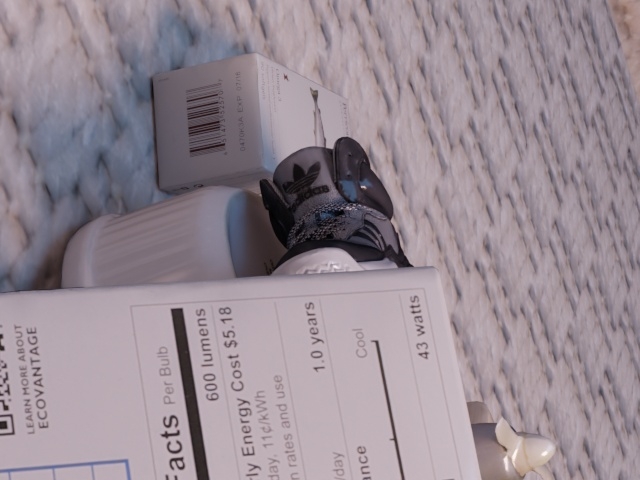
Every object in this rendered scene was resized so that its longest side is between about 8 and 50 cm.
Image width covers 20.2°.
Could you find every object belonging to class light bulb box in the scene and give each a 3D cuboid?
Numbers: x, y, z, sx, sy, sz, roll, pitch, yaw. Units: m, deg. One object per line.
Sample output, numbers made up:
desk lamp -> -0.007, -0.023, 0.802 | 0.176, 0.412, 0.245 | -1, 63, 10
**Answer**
light bulb box -> -0.104, 0.220, 0.948 | 0.225, 0.361, 0.358 | 127, -44, -62

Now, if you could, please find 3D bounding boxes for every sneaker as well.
sneaker -> 0.000, 0.000, 1.307 | 0.153, 0.101, 0.268 | 66, 11, 14

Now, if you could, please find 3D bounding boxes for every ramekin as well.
ramekin -> -0.068, 0.081, 1.364 | 0.273, 0.127, 0.273 | 53, 20, -28

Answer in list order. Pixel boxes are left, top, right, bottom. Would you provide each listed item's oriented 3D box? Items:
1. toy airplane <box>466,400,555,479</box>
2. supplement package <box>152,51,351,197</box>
toy airplane -> 0.077, 0.304, 1.392 | 0.386, 0.384, 0.272 | 48, -28, 41
supplement package -> -0.055, -0.086, 1.567 | 0.179, 0.105, 0.105 | 18, 64, -63
